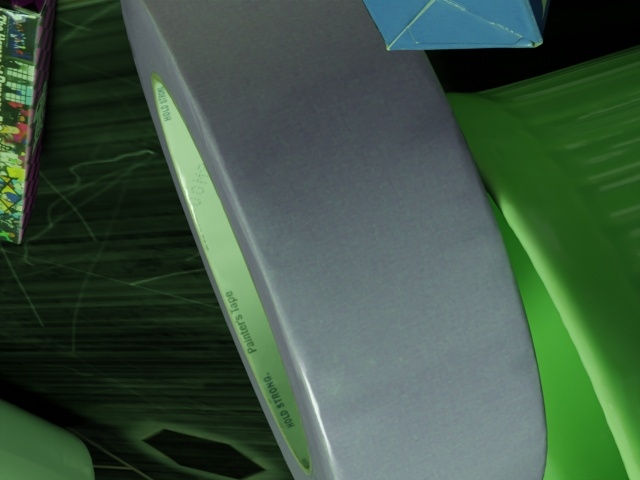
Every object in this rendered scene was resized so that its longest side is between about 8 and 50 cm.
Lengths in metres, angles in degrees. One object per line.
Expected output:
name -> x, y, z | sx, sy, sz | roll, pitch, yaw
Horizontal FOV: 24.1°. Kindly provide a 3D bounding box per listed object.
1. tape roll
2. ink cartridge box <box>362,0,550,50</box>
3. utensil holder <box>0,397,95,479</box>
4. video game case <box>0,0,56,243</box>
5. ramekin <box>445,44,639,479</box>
tape roll -> 0.000, 0.000, 0.664 | 0.090, 0.275, 0.275 | -22, 155, -9
ink cartridge box -> 0.043, -0.160, 0.379 | 0.046, 0.207, 0.097 | 3, 152, 25
utensil holder -> -0.455, 0.251, 1.403 | 0.385, 0.328, 0.327 | 30, 152, -31
video game case -> -0.261, -0.097, 0.851 | 0.210, 0.042, 0.232 | 16, 147, -4
ramekin -> 0.151, 0.056, 0.662 | 0.148, 0.303, 0.303 | -21, 155, -8
